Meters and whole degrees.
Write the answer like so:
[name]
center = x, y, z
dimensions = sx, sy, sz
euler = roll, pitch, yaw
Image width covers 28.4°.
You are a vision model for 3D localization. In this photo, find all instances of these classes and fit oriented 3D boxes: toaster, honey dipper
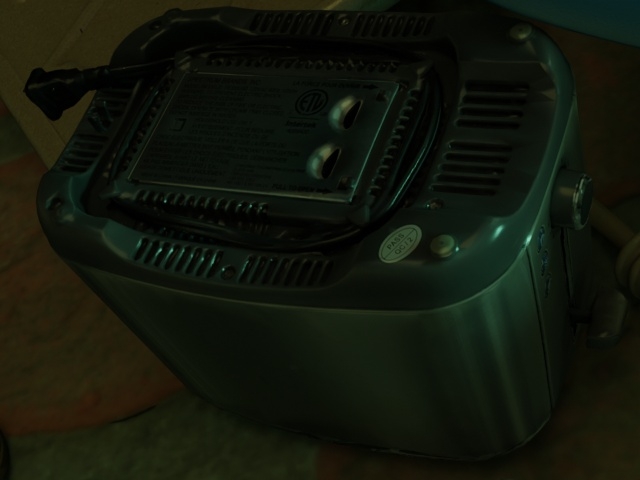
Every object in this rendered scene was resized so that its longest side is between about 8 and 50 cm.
[toaster]
center = 0.000, 0.000, 0.488
dimensions = 0.227, 0.146, 0.129
euler = 5, 56, 27
[honey dipper]
center = 0.108, -0.019, 0.534
dimensions = 0.030, 0.030, 0.160
euler = -36, 47, -6

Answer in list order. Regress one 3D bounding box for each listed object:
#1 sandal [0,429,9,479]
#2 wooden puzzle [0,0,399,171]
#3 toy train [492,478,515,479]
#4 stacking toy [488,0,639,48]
[sandal]
center = -0.211, 0.065, 0.595
dimensions = 0.072, 0.049, 0.180
euler = -45, 50, -14
[wooden puzzle]
center = -0.046, -0.177, 0.701
dimensions = 0.322, 0.080, 0.348
euler = -36, 44, -6
[toy train]
center = 0.045, 0.163, 0.388
dimensions = 0.105, 0.080, 0.184
euler = -19, 49, 17
[stacking toy]
center = 0.127, -0.204, 0.485
dimensions = 0.166, 0.175, 0.302
euler = 13, 31, -7
